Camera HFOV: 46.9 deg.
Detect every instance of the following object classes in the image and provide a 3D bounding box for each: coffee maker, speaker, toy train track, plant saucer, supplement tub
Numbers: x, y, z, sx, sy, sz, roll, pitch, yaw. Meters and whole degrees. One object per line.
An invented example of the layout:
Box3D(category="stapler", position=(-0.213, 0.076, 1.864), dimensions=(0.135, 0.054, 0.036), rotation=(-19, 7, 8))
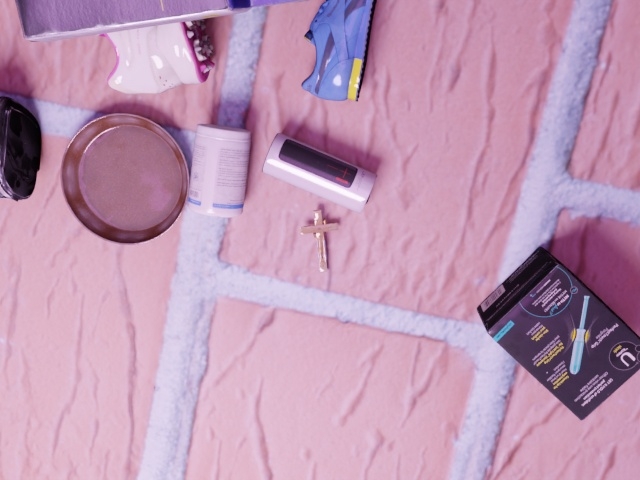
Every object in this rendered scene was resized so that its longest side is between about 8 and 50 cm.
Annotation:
Box3D(category="coffee maker", position=(-0.452, -0.127, 0.911), dimensions=(0.178, 0.120, 0.171), rotation=(-5, 100, 5))
Box3D(category="speaker", position=(0.000, -0.083, 0.915), dimensions=(0.136, 0.055, 0.055), rotation=(23, 102, 0))
Box3D(category="toy train track", position=(0.000, 0.000, 0.953), dimensions=(0.048, 0.014, 0.083), rotation=(-6, 106, -1))
Box3D(category="plant saucer", position=(-0.248, -0.079, 0.950), dimensions=(0.168, 0.029, 0.168), rotation=(1, 102, 4))
Box3D(category="supplement tub", position=(-0.125, -0.087, 0.916), dimensions=(0.071, 0.071, 0.107), rotation=(10, 102, 3))

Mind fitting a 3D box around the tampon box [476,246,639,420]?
Box3D(category="tampon box", position=(0.294, 0.110, 0.903), dimensions=(0.161, 0.101, 0.120), rotation=(43, 102, -5))

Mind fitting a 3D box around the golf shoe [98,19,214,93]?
Box3D(category="golf shoe", position=(-0.235, -0.317, 0.861), dimensions=(0.140, 0.115, 0.306), rotation=(-18, 98, 11))

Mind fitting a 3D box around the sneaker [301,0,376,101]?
Box3D(category="sneaker", position=(0.024, -0.270, 0.868), dimensions=(0.082, 0.069, 0.209), rotation=(12, 102, 6))

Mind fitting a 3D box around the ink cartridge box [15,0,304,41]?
Box3D(category="ink cartridge box", position=(-0.182, -0.376, 0.749), dimensions=(0.307, 0.072, 0.304), rotation=(-8, 106, 4))
